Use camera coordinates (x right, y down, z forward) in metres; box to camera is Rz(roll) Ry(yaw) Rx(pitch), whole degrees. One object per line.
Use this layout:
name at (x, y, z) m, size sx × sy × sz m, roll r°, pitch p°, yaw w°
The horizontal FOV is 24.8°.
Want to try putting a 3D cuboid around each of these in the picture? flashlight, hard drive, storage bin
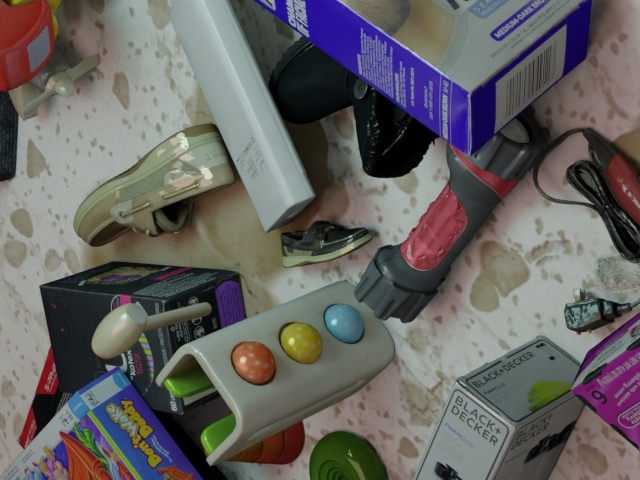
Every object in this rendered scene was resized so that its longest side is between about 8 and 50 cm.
flashlight at (0.136, -0.030, 1.629) m, size 0.103 × 0.103 × 0.304 m, roll 39°, pitch 126°, yaw 5°
hard drive at (-0.100, -0.170, 1.789) m, size 0.307 × 0.040 × 0.203 m, roll 66°, pitch 166°, yaw 4°
storage bin at (-0.533, -0.181, 2.225) m, size 0.122 × 0.084 × 0.180 m, roll 27°, pitch 121°, yaw 34°

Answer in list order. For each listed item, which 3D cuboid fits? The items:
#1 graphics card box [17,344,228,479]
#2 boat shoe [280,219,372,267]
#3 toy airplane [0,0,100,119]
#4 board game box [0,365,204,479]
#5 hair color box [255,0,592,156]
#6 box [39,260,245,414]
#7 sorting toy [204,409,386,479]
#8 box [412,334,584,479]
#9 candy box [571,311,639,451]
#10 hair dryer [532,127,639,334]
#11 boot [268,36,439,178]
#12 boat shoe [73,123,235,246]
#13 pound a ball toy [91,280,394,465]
graphics card box at (-0.289, 0.342, 2.168) m, size 0.371 × 0.094 × 0.232 m, roll 45°, pitch 130°, yaw 24°
boat shoe at (0.000, 0.000, 1.806) m, size 0.152 × 0.056 × 0.049 m, roll -15°, pitch 99°, yaw 45°
toy airplane at (-0.415, -0.368, 1.964) m, size 0.386 × 0.272 × 0.384 m, roll 157°, pitch 105°, yaw -81°
board game box at (-0.304, 0.351, 2.031) m, size 0.233 × 0.078 × 0.347 m, roll 52°, pitch 139°, yaw 6°
hair color box at (0.094, -0.258, 1.523) m, size 0.339 × 0.185 × 0.110 m, roll 38°, pitch 156°, yaw 28°
box at (-0.243, 0.129, 2.016) m, size 0.270 × 0.143 × 0.165 m, roll 3°, pitch 107°, yaw 43°
sorting toy at (-0.017, 0.313, 1.881) m, size 0.365 × 0.126 × 0.127 m, roll 29°, pitch 122°, yaw 34°
box at (0.185, 0.262, 1.643) m, size 0.087 × 0.169 × 0.290 m, roll 38°, pitch 126°, yaw 28°
candy box at (0.387, 0.167, 1.431) m, size 0.233 × 0.071 × 0.159 m, roll 40°, pitch 133°, yaw -4°
hair dryer at (0.338, -0.009, 1.469) m, size 0.293 × 0.080 × 0.223 m, roll -7°, pitch 99°, yaw 44°
boot at (0.038, -0.151, 1.639) m, size 0.246 × 0.094 × 0.207 m, roll -42°, pitch 46°, yaw 37°
boat shoe at (-0.227, -0.050, 1.970) m, size 0.302 × 0.109 × 0.098 m, roll -32°, pitch 80°, yaw 39°
pound a ball toy at (-0.083, 0.121, 1.739) m, size 0.208 × 0.319 × 0.136 m, roll 55°, pitch 133°, yaw 15°
